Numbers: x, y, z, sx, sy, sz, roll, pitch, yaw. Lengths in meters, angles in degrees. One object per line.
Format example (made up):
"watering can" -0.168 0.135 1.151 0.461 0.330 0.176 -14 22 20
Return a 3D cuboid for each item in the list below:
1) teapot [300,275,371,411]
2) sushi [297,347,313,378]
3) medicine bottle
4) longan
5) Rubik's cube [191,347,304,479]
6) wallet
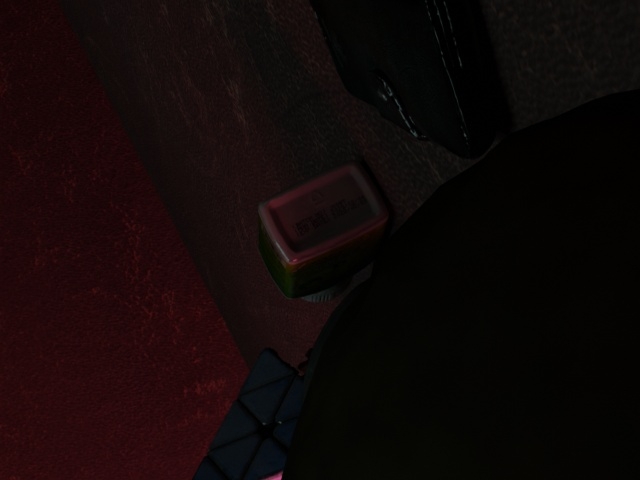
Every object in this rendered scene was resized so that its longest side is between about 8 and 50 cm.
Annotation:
"teapot" 0.144 0.087 0.864 0.344 0.253 0.300 145 131 -70
"sushi" 0.107 0.263 1.405 0.417 0.176 0.417 158 90 -77
"medicine bottle" 0.000 0.000 1.444 0.088 0.132 0.188 60 168 18
"longan" 0.161 0.134 0.479 0.391 0.391 0.391 59 166 24
"Rubik's cube" -0.056 0.229 1.286 0.211 0.178 0.190 64 156 2
"wallet" 0.056 -0.173 1.084 0.318 0.045 0.172 41 152 64
